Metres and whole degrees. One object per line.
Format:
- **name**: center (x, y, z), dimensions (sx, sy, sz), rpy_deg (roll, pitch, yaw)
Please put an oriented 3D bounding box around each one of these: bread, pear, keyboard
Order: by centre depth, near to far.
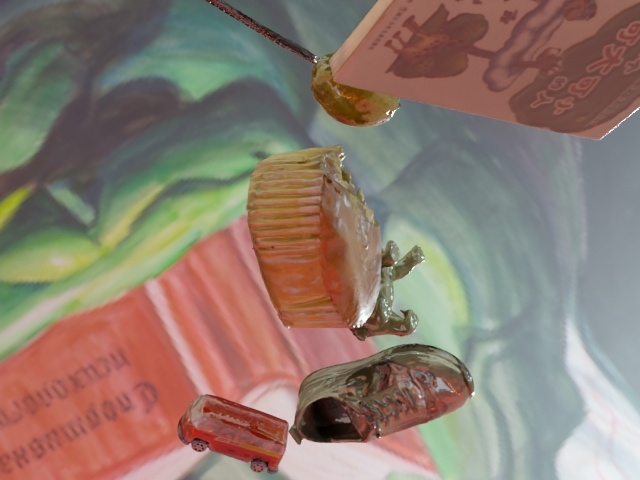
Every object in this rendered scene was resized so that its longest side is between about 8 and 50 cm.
- **bread**: center (0.000, 0.000, 1.585), dimensions (0.133, 0.250, 0.179), rpy_deg (-3, -154, 22)
- **pear**: center (0.050, -0.207, 1.631), dimensions (0.107, 0.131, 0.107), rpy_deg (-165, -90, -84)
- **keyboard**: center (-0.098, -0.322, 1.783), dimensions (0.017, 0.250, 0.087), rpy_deg (-59, 164, 9)

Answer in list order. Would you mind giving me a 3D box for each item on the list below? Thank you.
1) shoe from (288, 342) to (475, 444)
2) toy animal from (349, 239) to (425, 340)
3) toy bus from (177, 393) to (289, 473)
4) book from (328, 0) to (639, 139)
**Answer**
- **shoe**: center (0.078, 0.219, 1.616), dimensions (0.275, 0.103, 0.098), rpy_deg (-19, -159, 30)
- **toy animal**: center (0.083, 0.061, 1.764), dimensions (0.101, 0.103, 0.218), rpy_deg (-18, -135, 31)
- **toy bus**: center (-0.134, 0.301, 1.889), dimensions (0.079, 0.174, 0.077), rpy_deg (-84, -162, -55)
- **book**: center (0.227, -0.216, 1.234), dimensions (0.371, 0.043, 0.260), rpy_deg (7, 146, -28)
